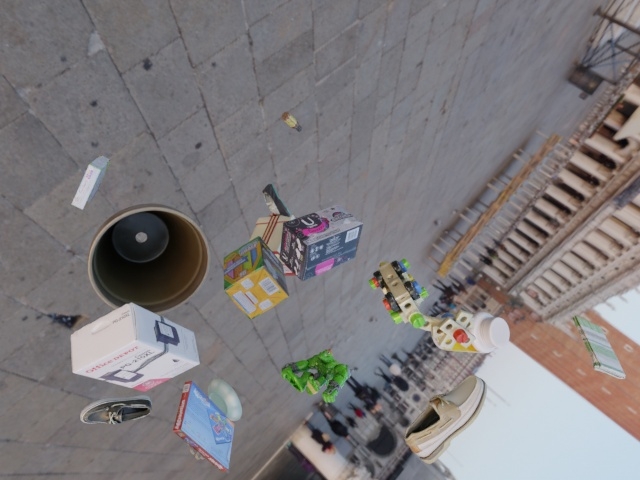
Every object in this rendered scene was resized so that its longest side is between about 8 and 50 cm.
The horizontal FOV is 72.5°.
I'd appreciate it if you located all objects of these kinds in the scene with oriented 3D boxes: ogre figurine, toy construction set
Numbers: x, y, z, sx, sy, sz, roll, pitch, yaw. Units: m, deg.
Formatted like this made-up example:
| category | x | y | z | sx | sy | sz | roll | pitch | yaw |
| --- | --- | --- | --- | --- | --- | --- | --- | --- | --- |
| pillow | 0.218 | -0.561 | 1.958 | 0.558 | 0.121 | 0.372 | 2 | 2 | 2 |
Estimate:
| category | x | y | z | sx | sy | sz | roll | pitch | yaw |
| --- | --- | --- | --- | --- | --- | --- | --- | --- | --- |
| ogre figurine | -0.004 | 0.341 | 1.115 | 0.118 | 0.097 | 0.197 | -25 | 180 | -38 |
| toy construction set | 0.233 | 0.159 | 1.108 | 0.151 | 0.327 | 0.215 | -38 | 117 | -7 |

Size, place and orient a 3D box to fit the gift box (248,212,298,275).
| category | x | y | z | sx | sy | sz | roll | pitch | yaw |
| --- | --- | --- | --- | --- | --- | --- | --- | --- | --- |
| gift box | -0.182 | 0.021 | 2.208 | 0.255 | 0.276 | 0.258 | 57 | 42 | -45 |

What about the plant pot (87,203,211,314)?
| category | x | y | z | sx | sy | sz | roll | pitch | yaw |
| --- | --- | --- | --- | --- | --- | --- | --- | --- | --- |
| plant pot | -0.525 | 0.024 | 1.323 | 0.323 | 0.280 | 0.323 | -9 | 111 | -26 |

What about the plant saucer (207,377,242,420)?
| category | x | y | z | sx | sy | sz | roll | pitch | yaw |
| --- | --- | --- | --- | --- | --- | --- | --- | --- | --- |
| plant saucer | -0.397 | 0.648 | 1.754 | 0.037 | 0.195 | 0.195 | -27 | 150 | -50 |

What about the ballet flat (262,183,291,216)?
| category | x | y | z | sx | sy | sz | roll | pitch | yaw |
| --- | --- | --- | --- | --- | --- | --- | --- | --- | --- |
| ballet flat | -0.195 | -0.160 | 1.870 | 0.074 | 0.203 | 0.074 | -22 | 146 | -16 |

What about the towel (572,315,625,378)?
| category | x | y | z | sx | sy | sz | roll | pitch | yaw |
| --- | --- | --- | --- | --- | --- | --- | --- | --- | --- |
| towel | 0.720 | 0.277 | 1.136 | 0.023 | 0.113 | 0.152 | -48 | -152 | 37 |

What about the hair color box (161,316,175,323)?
| category | x | y | z | sx | sy | sz | roll | pitch | yaw |
| --- | --- | --- | --- | --- | --- | --- | --- | --- | --- |
| hair color box | -0.789 | 0.473 | 1.989 | 0.338 | 0.185 | 0.110 | -20 | 126 | -59 |

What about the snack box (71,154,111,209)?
| category | x | y | z | sx | sy | sz | roll | pitch | yaw |
| --- | --- | --- | --- | --- | --- | --- | --- | --- | --- |
| snack box | -0.673 | -0.173 | 1.285 | 0.141 | 0.037 | 0.100 | -55 | -160 | 19 |

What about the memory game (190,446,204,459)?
| category | x | y | z | sx | sy | sz | roll | pitch | yaw |
| --- | --- | --- | --- | --- | --- | --- | --- | --- | --- |
| memory game | -0.520 | 0.819 | 1.820 | 0.012 | 0.186 | 0.186 | -24 | 159 | 0 |

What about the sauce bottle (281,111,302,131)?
| category | x | y | z | sx | sy | sz | roll | pitch | yaw |
| --- | --- | --- | --- | --- | --- | --- | --- | --- | --- |
| sauce bottle | -0.125 | -0.525 | 1.948 | 0.042 | 0.042 | 0.128 | -51 | 148 | 4 |

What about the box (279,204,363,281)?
| category | x | y | z | sx | sy | sz | roll | pitch | yaw |
| --- | --- | --- | --- | --- | --- | --- | --- | --- | --- |
| box | 0.000 | 0.000 | 1.490 | 0.247 | 0.142 | 0.163 | -22 | 137 | -35 |

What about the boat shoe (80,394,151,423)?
| category | x | y | z | sx | sy | sz | roll | pitch | yaw |
| --- | --- | --- | --- | --- | --- | --- | --- | --- | --- |
| boat shoe | -0.681 | 0.572 | 1.461 | 0.219 | 0.070 | 0.078 | -5 | 108 | -24 |

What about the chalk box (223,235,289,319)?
| category | x | y | z | sx | sy | sz | roll | pitch | yaw |
| --- | --- | --- | --- | --- | --- | --- | --- | --- | --- |
| chalk box | -0.255 | 0.122 | 1.689 | 0.179 | 0.289 | 0.180 | -32 | 120 | 6 |

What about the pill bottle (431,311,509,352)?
| category | x | y | z | sx | sy | sz | roll | pitch | yaw |
| --- | --- | --- | --- | --- | --- | --- | --- | --- | --- |
| pill bottle | 0.442 | 0.272 | 1.296 | 0.117 | 0.117 | 0.215 | -38 | -169 | -30 |

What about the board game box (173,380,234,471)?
| category | x | y | z | sx | sy | sz | roll | pitch | yaw |
| --- | --- | --- | --- | --- | --- | --- | --- | --- | --- |
| board game box | -0.332 | 0.547 | 1.279 | 0.027 | 0.145 | 0.281 | -13 | 130 | 12 |

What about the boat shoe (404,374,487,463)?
| category | x | y | z | sx | sy | sz | roll | pitch | yaw |
| --- | --- | --- | --- | --- | --- | --- | --- | --- | --- |
| boat shoe | 0.376 | 0.518 | 1.311 | 0.302 | 0.103 | 0.113 | -49 | -173 | -8 |

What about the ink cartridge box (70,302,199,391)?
| category | x | y | z | sx | sy | sz | roll | pitch | yaw |
| --- | --- | --- | --- | --- | --- | --- | --- | --- | --- |
| ink cartridge box | -0.430 | 0.260 | 1.034 | 0.171 | 0.100 | 0.237 | -28 | 146 | 6 |
